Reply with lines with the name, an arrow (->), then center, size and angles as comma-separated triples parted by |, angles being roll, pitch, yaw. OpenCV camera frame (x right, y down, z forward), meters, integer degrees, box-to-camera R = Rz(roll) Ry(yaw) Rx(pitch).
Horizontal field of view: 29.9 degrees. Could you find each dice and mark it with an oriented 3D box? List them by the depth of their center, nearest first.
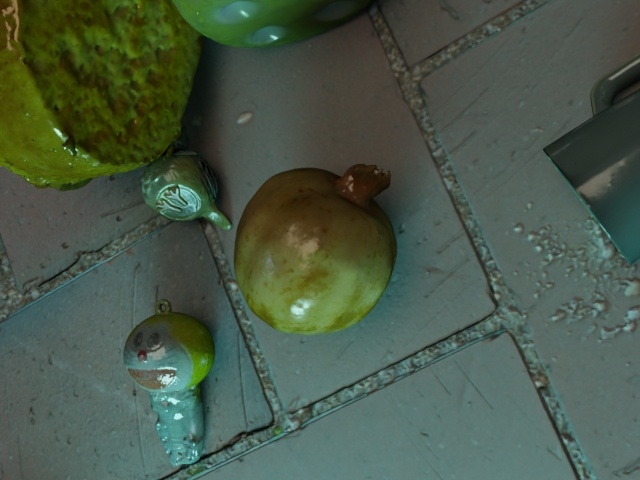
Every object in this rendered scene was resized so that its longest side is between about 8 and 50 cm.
dice -> -0.067, -0.389, 1.506 | 0.238, 0.233, 0.227 | -20, 76, 23

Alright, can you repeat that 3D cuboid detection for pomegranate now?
pomegranate -> -0.010, 0.013, 1.446 | 0.207, 0.207, 0.207 | -4, 82, 25

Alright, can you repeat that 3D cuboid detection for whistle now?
whistle -> -0.196, 0.187, 1.564 | 0.122, 0.123, 0.223 | -3, 96, 25

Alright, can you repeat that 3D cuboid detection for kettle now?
kettle -> 0.378, -0.123, 1.324 | 0.243, 0.160, 0.211 | -38, 40, 9

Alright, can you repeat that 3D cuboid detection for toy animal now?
toy animal -> -0.175, -0.070, 1.610 | 0.098, 0.137, 0.098 | -47, 27, 32

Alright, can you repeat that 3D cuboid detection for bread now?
bread -> -0.324, -0.266, 1.524 | 0.215, 0.398, 0.398 | 1, 84, 35
